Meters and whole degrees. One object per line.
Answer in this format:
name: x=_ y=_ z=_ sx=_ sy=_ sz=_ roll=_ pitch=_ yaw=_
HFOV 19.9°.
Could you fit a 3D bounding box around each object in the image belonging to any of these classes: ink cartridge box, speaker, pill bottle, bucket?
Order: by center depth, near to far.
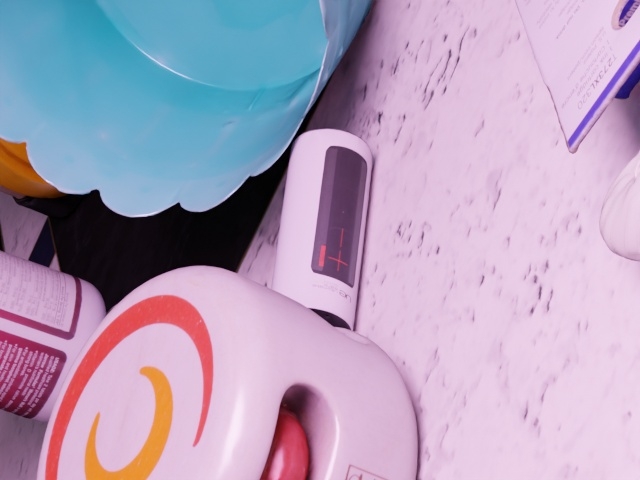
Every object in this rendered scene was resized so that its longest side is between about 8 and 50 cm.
ink cartridge box: x=0.158 y=-0.201 z=0.923 sx=0.176 sy=0.069 sz=0.371 roll=-56 pitch=21 yaw=29
speaker: x=0.000 y=0.000 z=1.141 sx=0.055 sy=0.055 sz=0.136 roll=-43 pitch=32 yaw=50
bucket: x=-0.098 y=-0.176 z=1.221 sx=0.281 sy=0.281 sz=0.183 roll=-56 pitch=0 yaw=32
pill bottle: x=-0.247 y=0.074 z=1.455 sx=0.121 sy=0.221 sz=0.121 roll=-51 pitch=27 yaw=39

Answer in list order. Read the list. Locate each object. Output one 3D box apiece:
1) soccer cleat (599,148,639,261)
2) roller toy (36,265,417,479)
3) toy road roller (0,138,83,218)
soccer cleat: x=0.164 y=-0.047 z=0.740 sx=0.196 sy=0.076 sz=0.068 roll=-36 pitch=38 yaw=57
roller toy: x=-0.047 y=0.124 z=0.994 sx=0.191 sy=0.146 sz=0.209 roll=-44 pitch=39 yaw=26
toy road roller: x=-0.279 y=-0.199 z=1.855 sx=0.240 sy=0.202 sz=0.330 roll=-26 pitch=51 yaw=45
